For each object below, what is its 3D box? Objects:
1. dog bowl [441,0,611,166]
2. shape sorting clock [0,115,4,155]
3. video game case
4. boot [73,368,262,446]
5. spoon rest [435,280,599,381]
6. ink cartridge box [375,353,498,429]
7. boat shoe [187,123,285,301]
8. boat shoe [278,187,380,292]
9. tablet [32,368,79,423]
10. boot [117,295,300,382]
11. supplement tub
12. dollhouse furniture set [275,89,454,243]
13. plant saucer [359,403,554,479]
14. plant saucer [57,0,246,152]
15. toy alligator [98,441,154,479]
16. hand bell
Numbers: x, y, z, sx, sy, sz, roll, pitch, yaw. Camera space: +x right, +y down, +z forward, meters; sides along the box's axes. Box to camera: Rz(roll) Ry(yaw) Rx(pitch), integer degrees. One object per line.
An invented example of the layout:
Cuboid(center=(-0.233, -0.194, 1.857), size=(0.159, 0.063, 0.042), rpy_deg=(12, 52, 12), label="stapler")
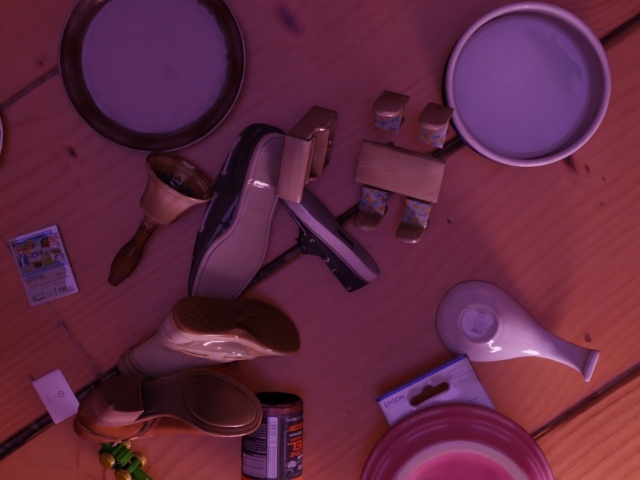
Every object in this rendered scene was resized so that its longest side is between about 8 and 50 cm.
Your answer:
Cuboid(center=(0.333, -0.253, 1.833), size=(0.265, 0.104, 0.264), rpy_deg=(0, 94, 0), label="dog bowl")
Cuboid(center=(-0.634, -0.177, 1.878), size=(0.206, 0.040, 0.206), rpy_deg=(0, 94, 0), label="shape sorting clock")
Cuboid(center=(-0.472, 0.043, 1.908), size=(0.087, 0.011, 0.122), rpy_deg=(-17, 94, 2), label="video game case")
Cuboid(center=(-0.259, 0.293, 1.835), size=(0.284, 0.220, 0.109), rpy_deg=(3, 66, -25), label="boot")
Cuboid(center=(0.329, 0.162, 1.889), size=(0.276, 0.084, 0.137), rpy_deg=(21, 93, 12), label="spoon rest")
Cuboid(center=(0.252, 0.387, 1.904), size=(0.176, 0.069, 0.370), rpy_deg=(-27, 96, 3), label="ink cartridge box")
Cuboid(center=(-0.141, -0.038, 1.871), size=(0.112, 0.095, 0.335), rpy_deg=(18, 100, -37), label="boat shoe")
Cuboid(center=(0.000, 0.000, 1.861), size=(0.076, 0.080, 0.228), rpy_deg=(-38, 112, 20), label="boat shoe")
Cuboid(center=(-0.455, 0.269, 1.929), size=(0.054, 0.006, 0.083), rpy_deg=(-28, 94, 2), label="tablet")
Cuboid(center=(-0.184, 0.183, 1.868), size=(0.203, 0.262, 0.095), rpy_deg=(-40, 55, 36), label="boot")
Cuboid(center=(-0.082, 0.361, 1.884), size=(0.106, 0.106, 0.197), rpy_deg=(1, 95, 0), label="supplement tub")
Cuboid(center=(0.072, -0.116, 1.783), size=(0.242, 0.161, 0.212), rpy_deg=(16, 119, 11), label="dollhouse furniture set")
Cuboid(center=(0.227, 0.439, 1.839), size=(0.332, 0.084, 0.332), rpy_deg=(0, 96, 2), label="plant saucer")
Cuboid(center=(-0.278, -0.300, 1.862), size=(0.311, 0.050, 0.310), rpy_deg=(0, 94, 1), label="plant saucer")
Cuboid(center=(-0.326, 0.399, 1.919), size=(0.189, 0.056, 0.051), rpy_deg=(47, 135, -4), label="toy alligator")
Cuboid(center=(-0.292, -0.018, 1.857), size=(0.126, 0.126, 0.242), rpy_deg=(36, 113, -2), label="hand bell")
